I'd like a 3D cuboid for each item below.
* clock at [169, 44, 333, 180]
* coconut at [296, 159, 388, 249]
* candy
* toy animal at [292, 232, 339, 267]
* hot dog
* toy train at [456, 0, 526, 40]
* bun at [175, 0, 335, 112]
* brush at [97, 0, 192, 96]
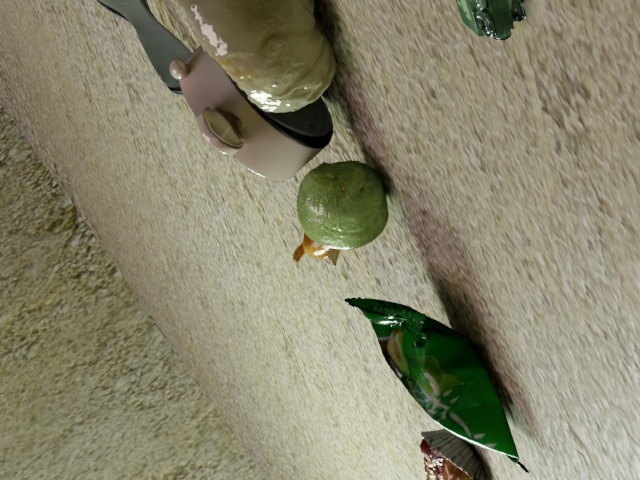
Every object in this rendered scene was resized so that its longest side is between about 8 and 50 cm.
[{"bbox_3d":[-0.060,-0.135,1.870,0.155,0.063,0.229,49,-158,-1],"label":"clock"},{"bbox_3d":[0.022,-0.032,1.886,0.088,0.088,0.096,51,159,35],"label":"coconut"},{"bbox_3d":[0.121,0.128,1.903,0.203,0.078,0.141,52,-176,-26],"label":"candy"},{"bbox_3d":[0.000,0.000,2.102,0.060,0.081,0.083,63,-172,-5],"label":"toy animal"},{"bbox_3d":[0.151,0.279,2.192,0.108,0.059,0.191,44,159,40],"label":"hot dog"},{"bbox_3d":[0.106,-0.172,1.316,0.053,0.033,0.083,50,165,53],"label":"toy train"},{"bbox_3d":[-0.057,-0.204,1.765,0.188,0.111,0.164,54,-175,15],"label":"bun"},{"bbox_3d":[-0.227,-0.284,2.394,0.297,0.068,0.060,54,-173,17],"label":"brush"}]
